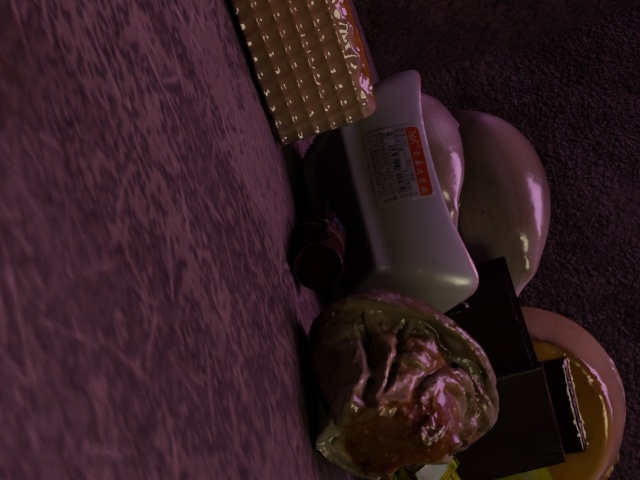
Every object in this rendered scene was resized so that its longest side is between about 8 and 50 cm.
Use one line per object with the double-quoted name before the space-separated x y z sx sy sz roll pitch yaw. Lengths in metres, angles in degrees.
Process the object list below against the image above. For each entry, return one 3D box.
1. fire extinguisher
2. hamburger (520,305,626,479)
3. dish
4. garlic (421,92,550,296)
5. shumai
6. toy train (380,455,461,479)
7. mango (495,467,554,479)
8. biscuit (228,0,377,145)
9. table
"fire extinguisher" 0.000 0.000 0.805 0.132 0.039 0.056 -80 176 -73
"hamburger" 0.280 0.237 1.448 0.176 0.300 0.300 -27 101 -69
"dish" 0.044 -0.024 0.881 0.151 0.077 0.213 130 -47 -55
"garlic" 0.147 -0.048 1.318 0.231 0.246 0.340 12 46 -40
"shumai" 0.042 0.108 0.681 0.116 0.145 0.146 -60 138 -49
"toy train" 0.091 0.211 0.864 0.085 0.053 0.250 28 -22 33
"mango" 0.219 0.326 1.264 0.192 0.155 0.343 66 9 -59
"biscuit" -0.049 -0.260 0.778 0.054 0.094 0.379 -91 163 -63
"table" 0.164 0.148 1.185 0.193 0.169 0.173 -96 167 -51
